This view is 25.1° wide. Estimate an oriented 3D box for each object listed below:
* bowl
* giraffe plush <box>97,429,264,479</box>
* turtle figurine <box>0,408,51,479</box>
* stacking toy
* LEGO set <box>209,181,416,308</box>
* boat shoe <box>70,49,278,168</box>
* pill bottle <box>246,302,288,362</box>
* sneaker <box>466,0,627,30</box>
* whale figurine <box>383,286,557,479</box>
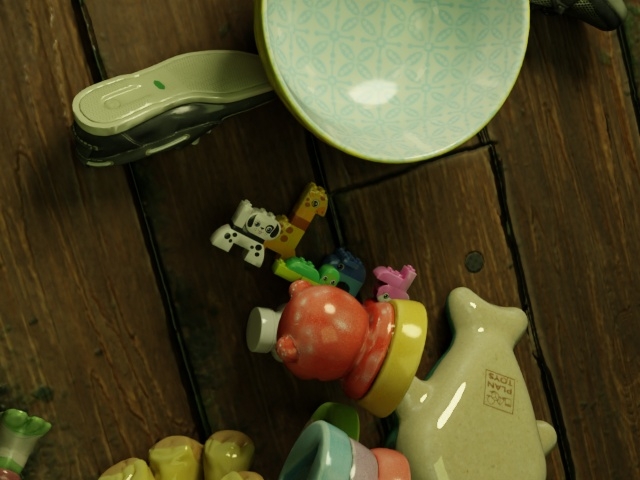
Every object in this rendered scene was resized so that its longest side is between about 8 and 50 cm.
[{"bbox_3d":[0.050,-0.225,1.462,0.289,0.156,0.289,-2,95,-21],"label":"bowl"},{"bbox_3d":[-0.121,0.321,1.447,0.181,0.210,0.170,-10,126,10],"label":"giraffe plush"},{"bbox_3d":[-0.352,0.271,1.307,0.274,0.198,0.266,47,52,-60],"label":"turtle figurine"},{"bbox_3d":[-0.019,0.211,1.393,0.130,0.279,0.309,21,44,-13],"label":"stacking toy"},{"bbox_3d":[0.000,0.000,1.497,0.227,0.087,0.093,27,100,-21],"label":"LEGO set"},{"bbox_3d":[-0.142,-0.134,1.451,0.233,0.084,0.079,-20,140,-26],"label":"boat shoe"},{"bbox_3d":[-0.016,0.099,1.513,0.116,0.065,0.065,8,92,-22],"label":"pill bottle"},{"bbox_3d":[0.222,-0.267,1.567,0.227,0.087,0.130,29,86,-18],"label":"sneaker"},{"bbox_3d":[0.155,0.193,1.571,0.216,0.141,0.272,19,63,-22],"label":"whale figurine"}]
